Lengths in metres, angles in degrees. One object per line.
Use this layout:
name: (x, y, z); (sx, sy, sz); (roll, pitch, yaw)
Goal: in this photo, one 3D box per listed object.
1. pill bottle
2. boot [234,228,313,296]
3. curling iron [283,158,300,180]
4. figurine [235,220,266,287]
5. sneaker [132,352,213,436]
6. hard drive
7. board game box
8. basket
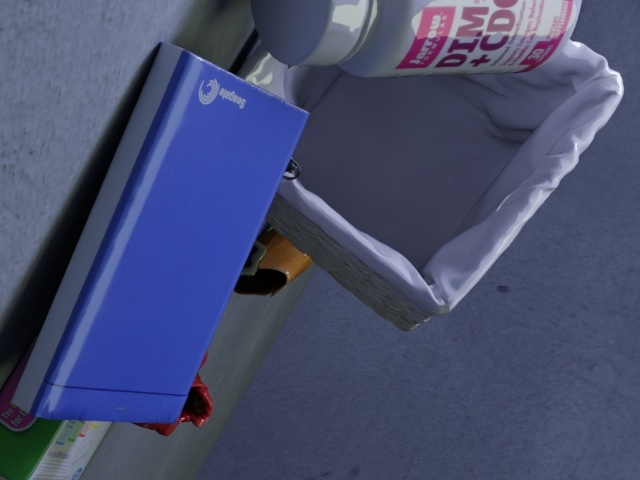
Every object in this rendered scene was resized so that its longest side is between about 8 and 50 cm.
pill bottle: (0.089, -0.231, 1.205); (0.283, 0.160, 0.160); (-7, 139, -33)
boot: (-0.001, -0.001, 2.100); (0.295, 0.104, 0.211); (-23, -162, 38)
curling iron: (-0.089, 0.009, 1.312); (0.274, 0.068, 0.035); (-66, -145, 30)
figurine: (-0.101, -0.022, 1.703); (0.215, 0.092, 0.209); (-60, -177, -21)
sneaker: (-0.194, 0.201, 1.740); (0.107, 0.118, 0.279); (-61, 175, 14)
hard drive: (-0.131, 0.006, 1.137); (0.210, 0.040, 0.318); (18, 96, -62)
board game box: (-0.209, 0.090, 1.277); (0.316, 0.064, 0.242); (-60, 175, -11)
basket: (0.094, -0.116, 1.450); (0.328, 0.331, 0.266); (-50, 175, -11)
